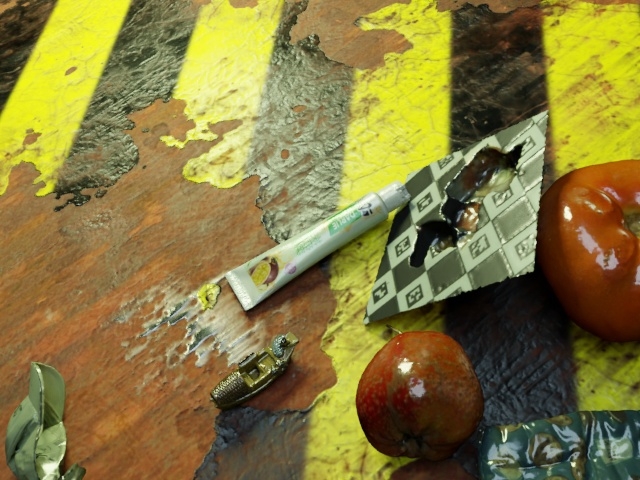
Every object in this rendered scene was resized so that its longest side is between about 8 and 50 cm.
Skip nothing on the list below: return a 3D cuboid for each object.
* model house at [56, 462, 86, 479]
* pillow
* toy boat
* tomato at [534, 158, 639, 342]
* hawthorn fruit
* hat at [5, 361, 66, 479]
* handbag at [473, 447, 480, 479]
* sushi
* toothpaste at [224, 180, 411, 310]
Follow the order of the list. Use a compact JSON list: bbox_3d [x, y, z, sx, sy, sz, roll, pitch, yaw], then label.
[{"bbox_3d":[-0.227,0.419,0.762,0.279,0.205,0.218,32,65,-7],"label":"model house"},{"bbox_3d":[0.312,0.281,0.737,0.256,0.034,0.188,-8,54,4],"label":"pillow"},{"bbox_3d":[-0.091,0.185,0.940,0.149,0.049,0.047,-37,59,-15],"label":"toy boat"},{"bbox_3d":[0.411,0.015,0.895,0.260,0.180,0.259,-3,59,5],"label":"tomato"},{"bbox_3d":[0.128,0.177,0.862,0.163,0.162,0.203,3,46,11],"label":"hawthorn fruit"},{"bbox_3d":[-0.389,0.248,0.902,0.081,0.122,0.166,-4,80,-7],"label":"hat"},{"bbox_3d":[0.302,0.323,0.776,0.203,0.074,0.216,-12,54,1],"label":"handbag"},{"bbox_3d":[0.211,-0.017,0.962,0.294,0.059,0.292,-22,40,47],"label":"sushi"},{"bbox_3d":[0.000,0.000,1.051,0.315,0.056,0.058,-31,13,-7],"label":"toothpaste"}]
